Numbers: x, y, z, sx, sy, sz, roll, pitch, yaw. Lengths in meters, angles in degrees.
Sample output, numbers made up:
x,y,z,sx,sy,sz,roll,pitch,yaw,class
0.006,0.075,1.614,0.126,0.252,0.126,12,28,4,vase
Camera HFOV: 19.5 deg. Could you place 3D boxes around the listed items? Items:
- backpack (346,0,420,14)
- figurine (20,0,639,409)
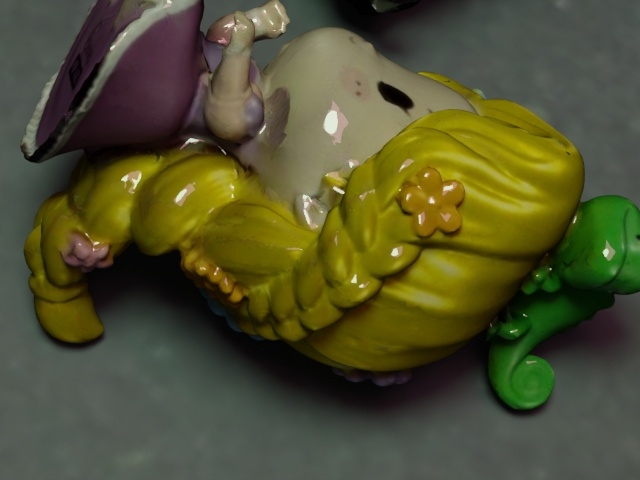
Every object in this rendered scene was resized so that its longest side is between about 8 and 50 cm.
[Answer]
x,y,z,sx,sy,sz,roll,pitch,yaw,class
0.050,-0.152,0.533,0.165,0.106,0.120,-31,72,-21,backpack
0.000,0.000,0.474,0.156,0.115,0.095,24,27,-17,figurine
